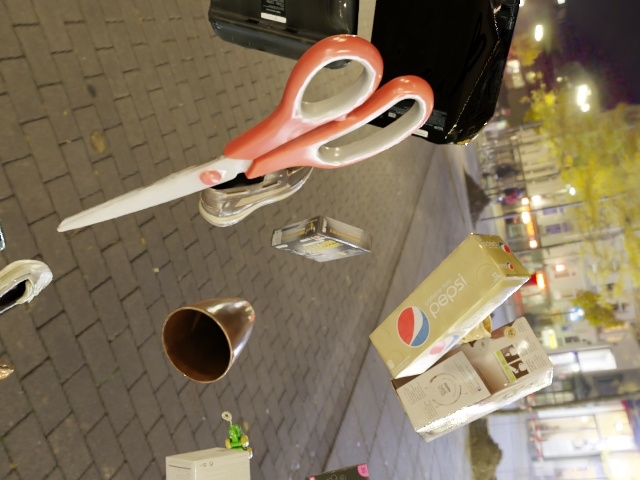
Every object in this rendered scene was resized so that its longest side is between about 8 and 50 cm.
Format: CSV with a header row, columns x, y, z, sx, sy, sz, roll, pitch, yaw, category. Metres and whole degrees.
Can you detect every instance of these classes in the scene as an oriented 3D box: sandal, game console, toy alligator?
x,y,z,sx,sy,sz,roll,pitch,yaw,category
0.307,0.148,1.174,0.088,0.240,0.079,46,0,-36,sandal
0.021,-0.241,0.626,0.044,0.362,0.213,-31,136,-49,game console
-0.226,0.535,1.660,0.051,0.056,0.189,-66,144,-71,toy alligator

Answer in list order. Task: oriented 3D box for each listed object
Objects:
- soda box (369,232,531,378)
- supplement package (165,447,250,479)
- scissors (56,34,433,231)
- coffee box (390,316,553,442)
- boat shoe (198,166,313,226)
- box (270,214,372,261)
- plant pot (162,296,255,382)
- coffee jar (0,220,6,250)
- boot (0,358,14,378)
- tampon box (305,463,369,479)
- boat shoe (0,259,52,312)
x,y,z,sx,sy,sz,roll,pitch,yaw,category
0.137,0.074,0.668,0.058,0.181,0.061,3,46,-44,soda box
-0.235,0.577,1.290,0.134,0.139,0.243,4,76,-39,supplement package
-0.060,-0.050,0.454,0.109,0.297,0.021,31,38,-49,scissors
0.313,0.292,1.261,0.118,0.297,0.168,66,5,30,coffee box
-0.141,-0.166,1.500,0.355,0.132,0.130,-39,161,-29,boat shoe
0.000,0.000,1.685,0.183,0.231,0.056,19,70,-34,box
-0.281,0.245,1.696,0.230,0.216,0.215,-34,112,-62,plant pot
-0.869,-0.051,1.568,0.096,0.079,0.184,52,-34,23,coffee jar
-0.976,0.415,1.606,0.284,0.109,0.220,11,95,-54,boot
0.053,0.684,1.652,0.101,0.161,0.120,112,-34,-68,tampon box
-0.791,0.133,1.548,0.118,0.103,0.320,-58,174,13,boat shoe
